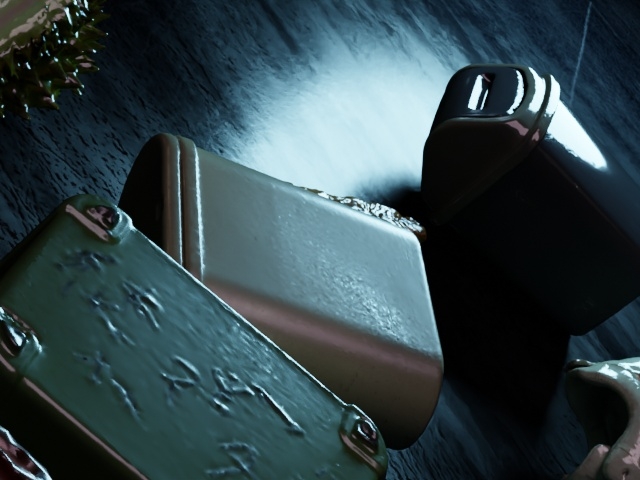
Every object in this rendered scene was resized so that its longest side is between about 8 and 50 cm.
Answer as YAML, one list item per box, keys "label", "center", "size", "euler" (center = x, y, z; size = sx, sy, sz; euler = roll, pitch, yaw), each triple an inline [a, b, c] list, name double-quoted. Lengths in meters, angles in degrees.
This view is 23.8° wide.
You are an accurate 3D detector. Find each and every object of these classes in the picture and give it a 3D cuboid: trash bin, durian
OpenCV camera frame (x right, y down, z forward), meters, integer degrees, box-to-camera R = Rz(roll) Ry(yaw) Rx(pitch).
- label: "trash bin"
  center: [-0.039, 0.043, 1.224]
  size: [0.247, 0.121, 0.243]
  euler: [19, 37, -23]
- label: "durian"
  center: [-0.248, -0.185, 1.287]
  size: [0.132, 0.107, 0.375]
  euler: [35, 52, 4]
- label: "trash bin"
  center: [0.238, -0.054, 1.672]
  size: [0.290, 0.182, 0.209]
  euler: [43, 28, -11]

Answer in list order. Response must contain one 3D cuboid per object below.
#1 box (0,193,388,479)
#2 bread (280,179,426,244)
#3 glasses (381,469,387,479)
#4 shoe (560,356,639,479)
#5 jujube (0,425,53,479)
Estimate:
- label: "box"
  center: [-0.123, 0.140, 0.969]
  size: [0.328, 0.178, 0.253]
  euler: [39, 31, -9]
- label: "bread"
  center: [0.000, 0.000, 1.405]
  size: [0.233, 0.076, 0.105]
  euler: [8, 32, -37]
- label: "glasses"
  center: [0.072, 0.217, 1.185]
  size: [0.207, 0.102, 0.239]
  euler: [50, 30, 11]
- label: "shoe"
  center: [0.320, 0.257, 1.431]
  size: [0.210, 0.132, 0.342]
  euler: [7, 57, -16]
- label: "jujube"
  center: [-0.198, 0.228, 0.684]
  size: [0.377, 0.276, 0.276]
  euler: [46, 29, -3]
